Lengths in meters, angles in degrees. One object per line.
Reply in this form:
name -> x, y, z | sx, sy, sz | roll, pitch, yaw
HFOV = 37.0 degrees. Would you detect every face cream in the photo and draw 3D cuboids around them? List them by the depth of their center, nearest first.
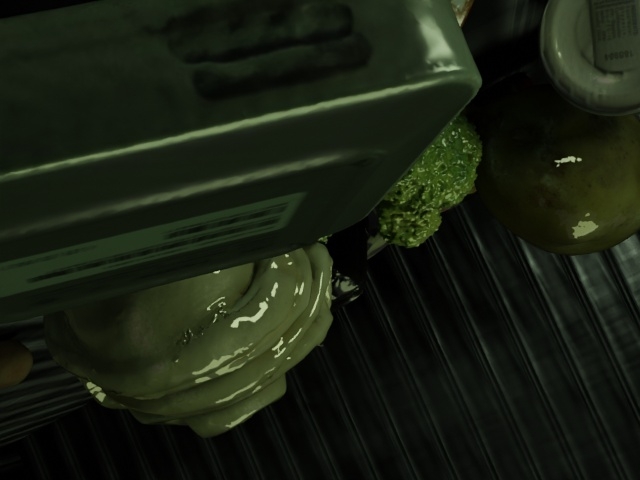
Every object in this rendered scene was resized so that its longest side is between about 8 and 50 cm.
face cream -> 0.352, -0.230, 1.083 | 0.177, 0.177, 0.153 | -31, 171, 32

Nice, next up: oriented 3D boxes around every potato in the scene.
potato -> 0.341, -0.097, 1.321 | 0.221, 0.243, 0.326 | -35, 168, 29

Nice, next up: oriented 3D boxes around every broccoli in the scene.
broccoli -> 0.053, -0.060, 1.184 | 0.302, 0.186, 0.254 | -35, 180, 16

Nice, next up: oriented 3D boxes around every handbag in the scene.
handbag -> -0.040, 0.026, 1.423 | 0.088, 0.244, 0.275 | 30, 133, -31

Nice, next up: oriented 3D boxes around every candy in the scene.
candy -> 0.293, -0.223, 1.517 | 0.103, 0.043, 0.103 | -27, 176, -2

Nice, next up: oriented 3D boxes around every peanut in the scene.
peanut -> -0.494, 0.189, 1.438 | 0.076, 0.076, 0.152 | -30, 176, 24

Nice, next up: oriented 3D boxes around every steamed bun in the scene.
steamed bun -> -0.159, 0.116, 1.166 | 0.339, 0.247, 0.352 | 0, 175, -29

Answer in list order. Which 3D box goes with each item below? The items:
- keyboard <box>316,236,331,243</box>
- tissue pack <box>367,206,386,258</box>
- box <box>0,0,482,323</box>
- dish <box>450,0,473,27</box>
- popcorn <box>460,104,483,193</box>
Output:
keyboard -> -0.084, -0.015, 1.281 | 0.196, 0.018, 0.060 | 6, -176, 3
tissue pack -> 0.000, 0.000, 1.717 | 0.242, 0.125, 0.344 | -31, 173, 30
box -> -0.126, -0.040, 0.665 | 0.396, 0.111, 0.396 | -14, 170, -12
dish -> 0.070, -0.199, 0.685 | 0.141, 0.078, 0.141 | -61, 169, -21
popcorn -> 0.206, -0.138, 1.447 | 0.167, 0.152, 0.148 | 15, 107, -47
